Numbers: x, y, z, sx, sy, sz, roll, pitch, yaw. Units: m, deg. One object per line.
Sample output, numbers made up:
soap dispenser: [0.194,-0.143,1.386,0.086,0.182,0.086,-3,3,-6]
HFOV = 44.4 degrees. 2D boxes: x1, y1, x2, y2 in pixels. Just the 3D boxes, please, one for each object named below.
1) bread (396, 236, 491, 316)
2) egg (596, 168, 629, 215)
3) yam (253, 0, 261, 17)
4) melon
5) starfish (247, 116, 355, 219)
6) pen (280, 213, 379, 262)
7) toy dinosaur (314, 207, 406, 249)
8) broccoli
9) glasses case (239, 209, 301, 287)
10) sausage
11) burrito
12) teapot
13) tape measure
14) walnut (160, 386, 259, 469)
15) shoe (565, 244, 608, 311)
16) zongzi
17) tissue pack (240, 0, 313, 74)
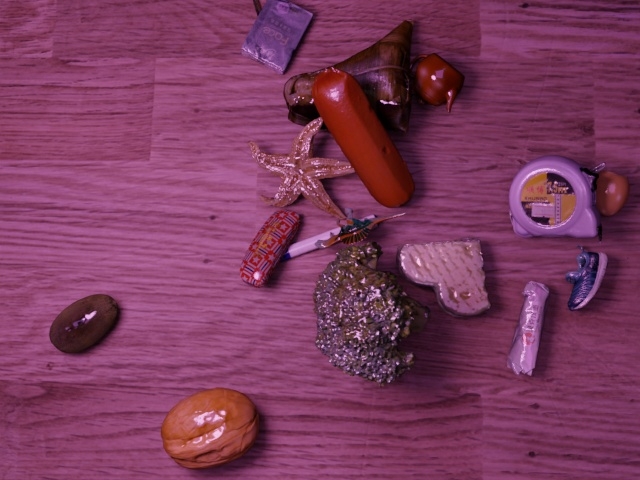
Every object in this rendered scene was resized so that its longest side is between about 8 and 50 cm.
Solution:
bread: [0.278,0.057,1.679,0.232,0.064,0.172,36,84,7]
egg: [0.617,-0.101,1.677,0.080,0.080,0.096,19,93,6]
yam: [-0.147,-0.542,1.828,0.014,0.014,0.107,-16,82,1]
melon: [-0.509,0.177,1.694,0.162,0.099,0.099,-37,80,-2]
starfish: [-0.035,-0.153,1.710,0.277,0.062,0.236,39,106,3]
pen: [0.000,0.000,1.723,0.269,0.033,0.033,-20,80,-1]
toy dinosaur: [0.080,-0.022,1.655,0.187,0.044,0.106,2,37,27]
broccoli: [0.091,0.150,1.592,0.235,0.260,0.288,0,78,18]
glasses case: [-0.112,0.011,1.691,0.073,0.049,0.194,17,62,24]
sausage: [0.092,-0.203,1.637,0.097,0.348,0.094,-15,33,35]
burrito: [0.438,0.185,1.651,0.064,0.064,0.203,12,83,6]
teapot: [0.249,-0.348,1.734,0.116,0.116,0.173,-36,55,-3]
tape measure: [0.496,-0.091,1.653,0.196,0.105,0.178,7,104,28]
walnut: [-0.228,0.386,1.614,0.206,0.159,0.159,-21,80,-1]
shoe: [0.554,0.082,1.659,0.071,0.064,0.143,24,80,6]
zongzi: [0.073,-0.378,1.743,0.286,0.134,0.288,4,66,10]
tissue pack: [-0.099,-0.471,1.792,0.112,0.051,0.156,27,83,-2]
